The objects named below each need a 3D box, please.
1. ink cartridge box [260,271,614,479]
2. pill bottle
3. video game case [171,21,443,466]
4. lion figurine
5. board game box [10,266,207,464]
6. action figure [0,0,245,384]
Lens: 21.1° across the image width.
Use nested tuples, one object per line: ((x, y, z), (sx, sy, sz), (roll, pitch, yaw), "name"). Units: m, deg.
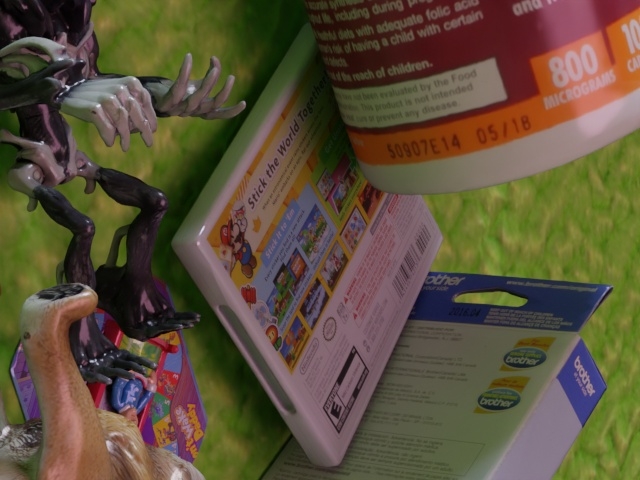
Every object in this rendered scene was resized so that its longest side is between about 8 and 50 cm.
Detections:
((0.063, 0.147, 1.151), (0.311, 0.185, 0.065), (-54, 127, -30), "ink cartridge box")
((0.073, -0.246, 1.085), (0.224, 0.224, 0.392), (-33, 110, -41), "pill bottle")
((0.000, 0.000, 1.156), (0.206, 0.026, 0.227), (60, 41, -32), "video game case")
((-0.172, 0.160, 0.801), (0.392, 0.142, 0.240), (-24, 111, -54), "lion figurine")
((-0.117, 0.101, 1.062), (0.133, 0.033, 0.169), (-32, 117, -41), "board game box")
((-0.124, -0.070, 0.957), (0.164, 0.141, 0.276), (-33, 116, -59), "action figure")
